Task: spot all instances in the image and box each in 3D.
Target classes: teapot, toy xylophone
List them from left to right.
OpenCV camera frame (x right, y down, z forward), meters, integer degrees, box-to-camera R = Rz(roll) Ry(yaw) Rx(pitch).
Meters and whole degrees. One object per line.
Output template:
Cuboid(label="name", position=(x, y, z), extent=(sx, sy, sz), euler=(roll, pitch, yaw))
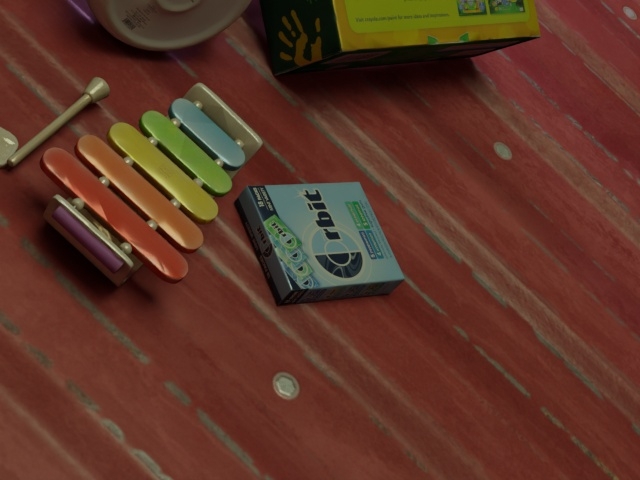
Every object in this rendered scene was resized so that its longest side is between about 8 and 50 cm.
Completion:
Cuboid(label="toy xylophone", position=(-0.219, -0.083, 1.401), extent=(0.236, 0.081, 0.322), euler=(38, 43, -8))
Cuboid(label="teapot", position=(-0.206, -0.383, 1.560), extent=(0.253, 0.256, 0.187), euler=(-6, 53, -28))

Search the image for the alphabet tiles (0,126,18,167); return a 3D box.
Cuboid(label="alphabet tiles", position=(-0.480, -0.129, 1.300), extent=(0.278, 0.021, 0.284), euler=(30, 44, -12))

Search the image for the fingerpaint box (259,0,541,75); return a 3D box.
Cuboid(label="fingerpaint box", position=(0.102, -0.455, 1.788), extent=(0.445, 0.163, 0.370), euler=(-13, 93, -42))

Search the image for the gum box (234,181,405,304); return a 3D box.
Cuboid(label="gum box", position=(0.000, 0.000, 1.528), extent=(0.184, 0.041, 0.157), euler=(-4, 59, -37))
